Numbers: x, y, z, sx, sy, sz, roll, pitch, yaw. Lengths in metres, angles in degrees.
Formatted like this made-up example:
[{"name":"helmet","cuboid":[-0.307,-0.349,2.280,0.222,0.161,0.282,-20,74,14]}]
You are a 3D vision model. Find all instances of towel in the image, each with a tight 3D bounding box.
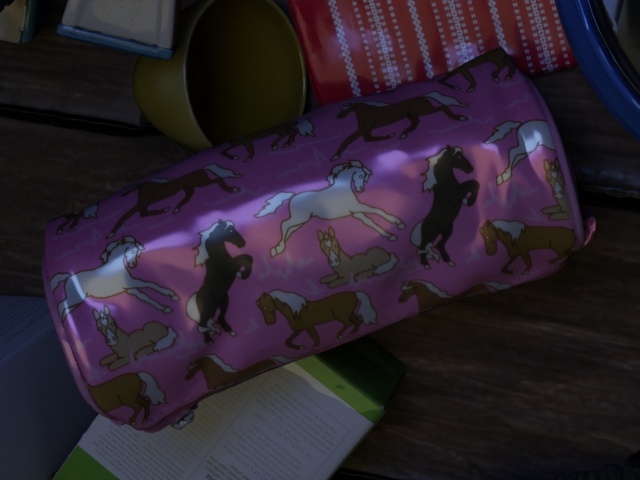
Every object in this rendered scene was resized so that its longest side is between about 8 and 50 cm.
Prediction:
[{"name":"towel","cuboid":[0.100,-0.209,0.970,0.275,0.031,0.198,-11,104,20]}]

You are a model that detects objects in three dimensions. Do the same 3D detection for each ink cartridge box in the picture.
[{"name":"ink cartridge box","cuboid":[-0.082,0.157,1.101,0.189,0.097,0.255,38,111,3]}]

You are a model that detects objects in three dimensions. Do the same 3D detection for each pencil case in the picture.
[{"name":"pencil case","cuboid":[0.000,0.000,0.939,0.386,0.160,0.167,-22,137,1]}]

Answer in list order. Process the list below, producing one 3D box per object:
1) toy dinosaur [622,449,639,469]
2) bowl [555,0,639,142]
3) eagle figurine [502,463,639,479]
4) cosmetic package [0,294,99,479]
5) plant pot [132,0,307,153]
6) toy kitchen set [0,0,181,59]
[{"name":"toy dinosaur","cuboid":[0.356,0.170,0.934,0.218,0.164,0.321,-8,108,-23]},{"name":"bowl","cuboid":[0.339,-0.206,0.826,0.391,0.077,0.391,1,96,15]},{"name":"eagle figurine","cuboid":[0.166,0.304,1.037,0.298,0.225,0.226,-8,95,31]},{"name":"cosmetic package","cuboid":[-0.340,0.141,1.117,0.225,0.224,0.138,1,107,18]},{"name":"plant pot","cuboid":[-0.090,-0.124,1.015,0.095,0.134,0.134,2,109,40]},{"name":"toy kitchen set","cuboid":[-0.184,-0.183,0.991,0.166,0.207,0.122,12,112,-5]}]
